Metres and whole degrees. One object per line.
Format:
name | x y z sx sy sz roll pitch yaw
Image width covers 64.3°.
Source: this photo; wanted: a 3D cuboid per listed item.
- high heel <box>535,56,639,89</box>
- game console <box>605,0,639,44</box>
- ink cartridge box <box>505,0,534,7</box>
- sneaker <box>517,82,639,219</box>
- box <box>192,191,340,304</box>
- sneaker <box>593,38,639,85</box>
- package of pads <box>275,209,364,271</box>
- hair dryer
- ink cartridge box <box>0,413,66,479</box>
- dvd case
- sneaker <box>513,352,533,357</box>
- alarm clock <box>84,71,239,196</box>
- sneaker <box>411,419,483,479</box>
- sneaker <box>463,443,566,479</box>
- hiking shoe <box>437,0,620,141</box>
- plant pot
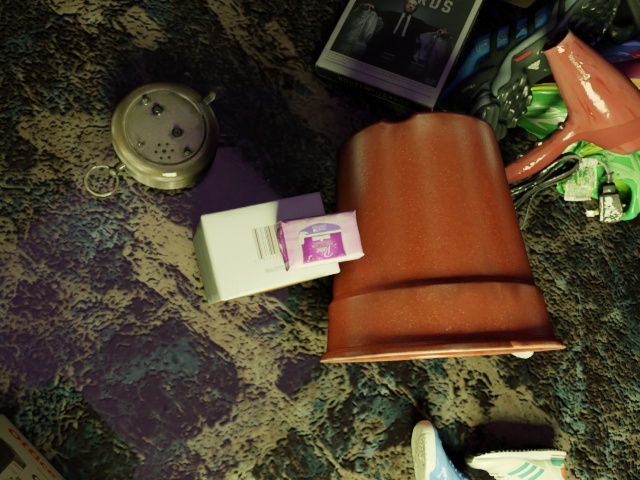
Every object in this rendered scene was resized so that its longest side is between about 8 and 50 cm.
high heel | 0.447 -0.224 0.768 0.244 0.082 0.117 32 103 25
game console | 0.386 -0.464 0.772 0.213 0.044 0.361 -29 94 -20
ink cartridge box | 0.261 -0.506 0.804 0.235 0.088 0.193 10 81 -15
sneaker | 0.406 -0.136 0.788 0.296 0.109 0.123 32 75 -9
box | -0.072 0.015 0.595 0.130 0.170 0.091 -13 86 -18
sneaker | 0.562 -0.239 0.823 0.262 0.104 0.125 12 77 18
package of pads | 0.000 0.000 0.512 0.083 0.032 0.050 -10 84 -19
hair dryer | 0.327 -0.129 0.683 0.224 0.080 0.293 -7 119 1
ink cartridge box | -0.295 0.280 0.444 0.114 0.273 0.197 -42 96 -21
dvd case | 0.123 -0.312 0.737 0.179 0.029 0.238 23 77 10
sneaker | 0.279 0.095 0.748 0.065 0.061 0.158 -28 92 -24
alarm clock | -0.207 -0.120 0.633 0.192 0.064 0.129 -41 95 -14
sneaker | 0.175 0.312 0.686 0.085 0.058 0.152 -7 89 -11
sneaker | 0.278 0.329 0.716 0.161 0.057 0.075 7 75 -18
hiking shoe | 0.287 -0.284 0.721 0.304 0.113 0.132 -44 55 0
plant pot | 0.127 0.007 0.621 0.272 0.272 0.265 1 75 -16
